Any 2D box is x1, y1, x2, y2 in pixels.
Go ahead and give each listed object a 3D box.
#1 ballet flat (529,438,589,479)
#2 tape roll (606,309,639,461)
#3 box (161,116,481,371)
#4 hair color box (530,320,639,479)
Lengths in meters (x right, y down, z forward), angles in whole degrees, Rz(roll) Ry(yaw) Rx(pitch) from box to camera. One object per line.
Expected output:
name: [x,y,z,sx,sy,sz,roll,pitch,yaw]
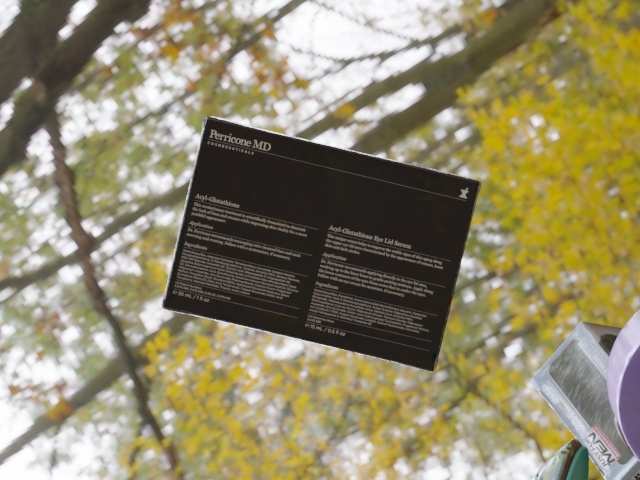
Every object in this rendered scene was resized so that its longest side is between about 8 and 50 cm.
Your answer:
ballet flat: [0.186,0.245,1.219,0.070,0.070,0.188,-43,-43,-57]
tape roll: [0.376,0.143,1.408,0.189,0.189,0.080,55,-170,-8]
box: [0.000,0.000,1.376,0.261,0.184,0.103,14,-174,-2]
hair color box: [0.462,0.223,1.894,0.374,0.113,0.185,11,-145,-45]
